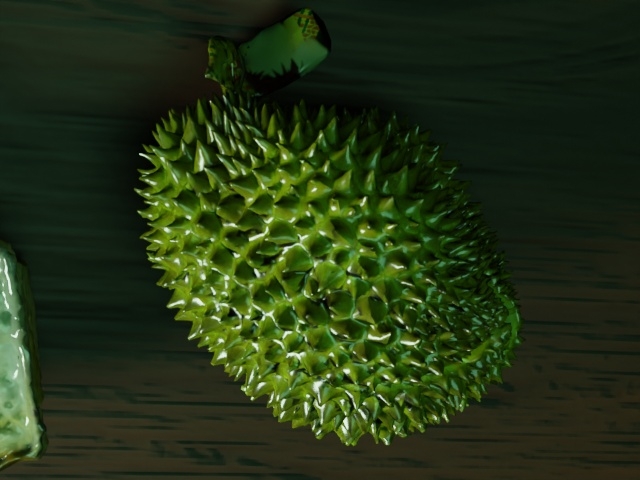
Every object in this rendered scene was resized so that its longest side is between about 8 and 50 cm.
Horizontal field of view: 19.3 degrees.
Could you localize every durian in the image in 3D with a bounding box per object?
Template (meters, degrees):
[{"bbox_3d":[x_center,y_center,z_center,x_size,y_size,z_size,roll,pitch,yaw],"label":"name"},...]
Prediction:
[{"bbox_3d":[0.000,0.011,0.855,0.146,0.159,0.198,-43,112,14],"label":"durian"}]

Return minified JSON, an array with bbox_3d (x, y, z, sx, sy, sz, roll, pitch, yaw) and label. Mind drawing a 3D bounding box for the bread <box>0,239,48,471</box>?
[{"bbox_3d":[-0.236,0.055,0.841,0.232,0.088,0.128,-9,121,-21],"label":"bread"}]
